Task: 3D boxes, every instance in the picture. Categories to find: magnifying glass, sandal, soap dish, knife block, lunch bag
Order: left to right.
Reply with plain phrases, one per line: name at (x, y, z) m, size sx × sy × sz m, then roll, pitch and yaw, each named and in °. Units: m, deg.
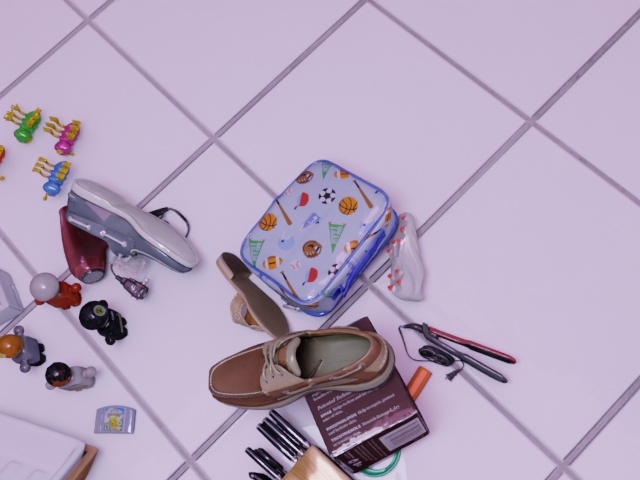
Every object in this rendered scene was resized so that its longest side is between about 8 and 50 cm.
soap dish at (-0.604, 0.449, 1.330) m, size 0.290 × 0.118 × 0.229 m, roll 12°, pitch 33°, yaw 14°
sandal at (-0.153, 0.135, 1.453) m, size 0.079 × 0.088 × 0.240 m, roll -51°, pitch 60°, yaw 23°
lunch bag at (0.000, 0.000, 1.429) m, size 0.243 × 0.115 × 0.303 m, roll 33°, pitch 79°, yaw 26°
knife block at (0.003, 0.430, 1.304) m, size 0.275 × 0.088 × 0.242 m, roll -6°, pitch 71°, yaw 7°
magnifying glass at (0.141, 0.344, 1.349) m, size 0.092 × 0.026 × 0.231 m, roll 31°, pitch 80°, yaw 18°

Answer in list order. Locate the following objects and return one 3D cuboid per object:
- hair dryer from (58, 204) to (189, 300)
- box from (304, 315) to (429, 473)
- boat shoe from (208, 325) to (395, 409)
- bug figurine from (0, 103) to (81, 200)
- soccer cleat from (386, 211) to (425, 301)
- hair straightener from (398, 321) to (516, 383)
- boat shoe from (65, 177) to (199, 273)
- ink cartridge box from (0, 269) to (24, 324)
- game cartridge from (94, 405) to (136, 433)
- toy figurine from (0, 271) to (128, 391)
hair dryer at (-0.453, 0.002, 1.549) m, size 0.293 × 0.080 × 0.224 m, roll 21°, pitch 60°, yaw 10°
box at (0.072, 0.283, 1.284) m, size 0.167 × 0.168 × 0.203 m, roll -29°, pitch 58°, yaw 1°
boat shoe at (-0.041, 0.202, 1.193) m, size 0.323 × 0.120 × 0.123 m, roll -14°, pitch 60°, yaw 12°
bug figurine at (-0.664, -0.205, 1.639) m, size 0.279 × 0.072 × 0.216 m, roll 15°, pitch 68°, yaw 18°
soccer cleat at (0.176, 0.035, 1.435) m, size 0.076 × 0.068 × 0.196 m, roll 23°, pitch 55°, yaw -28°
hair straightener at (0.251, 0.223, 1.359) m, size 0.230 × 0.047 × 0.089 m, roll 22°, pitch 75°, yaw 16°
boat shoe at (-0.397, -0.011, 1.476) m, size 0.319 × 0.116 × 0.099 m, roll 32°, pitch 104°, yaw 8°
ink cartridge box at (-0.740, 0.141, 1.534) m, size 0.150 × 0.063 × 0.109 m, roll -31°, pitch 69°, yaw -2°
game cartridge at (-0.416, 0.363, 1.432) m, size 0.083 × 0.017 × 0.056 m, roll -2°, pitch 67°, yaw 8°
toy figurine at (-0.527, 0.191, 1.438) m, size 0.213 × 0.148 × 0.210 m, roll 28°, pitch 77°, yaw 16°
